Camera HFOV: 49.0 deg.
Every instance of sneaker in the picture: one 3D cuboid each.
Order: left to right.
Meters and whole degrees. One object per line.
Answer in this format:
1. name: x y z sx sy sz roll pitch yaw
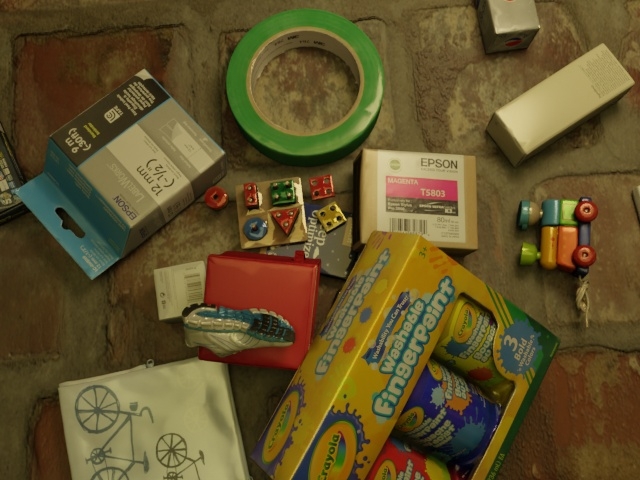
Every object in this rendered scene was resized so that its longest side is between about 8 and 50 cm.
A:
1. sneaker: -0.137 0.160 1.173 0.190 0.071 0.083 9 117 0

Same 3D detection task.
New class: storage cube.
1. storage cube: -0.105 0.120 1.287 0.193 0.183 0.215 5 92 2

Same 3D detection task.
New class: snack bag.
1. snack bag: -0.307 0.388 1.323 0.342 0.037 0.323 -14 79 -2

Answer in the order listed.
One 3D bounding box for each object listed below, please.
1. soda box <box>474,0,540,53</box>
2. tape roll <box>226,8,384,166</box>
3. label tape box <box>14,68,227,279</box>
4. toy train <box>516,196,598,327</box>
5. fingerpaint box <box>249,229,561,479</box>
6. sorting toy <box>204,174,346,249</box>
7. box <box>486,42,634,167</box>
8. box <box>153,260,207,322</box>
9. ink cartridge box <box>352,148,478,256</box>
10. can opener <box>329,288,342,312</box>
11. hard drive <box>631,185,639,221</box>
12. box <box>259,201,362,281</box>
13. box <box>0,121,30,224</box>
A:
1. soda box: 0.378 -0.549 1.486 0.098 0.091 0.287 -9 78 -2
2. tape roll: -0.030 -0.315 1.449 0.321 0.077 0.322 0 78 1
3. label tape box: -0.393 -0.133 1.375 0.347 0.115 0.249 -41 81 -17
4. toy train: 0.451 0.038 1.361 0.143 0.105 0.248 5 78 12
5. fingerpaint box: 0.157 0.266 1.198 0.371 0.163 0.445 35 78 -24
6. sorting toy: -0.089 -0.059 1.376 0.274 0.046 0.132 -7 77 2
7. box: 0.483 -0.272 1.424 0.275 0.094 0.113 -31 79 -5
8. box: -0.261 0.102 1.357 0.101 0.087 0.101 -10 78 -1
9. ink cartridge box: 0.184 -0.072 1.372 0.234 0.088 0.193 2 79 -8
10. can opener: 0.029 0.184 1.360 0.059 0.073 0.186 -5 71 39
11. hard drive: 0.774 0.046 1.377 0.232 0.047 0.353 -10 79 -1
12. box: 0.000 0.000 1.403 0.225 0.036 0.137 13 78 2
13. box: -0.710 -0.132 1.427 0.183 0.059 0.233 -26 79 -4
